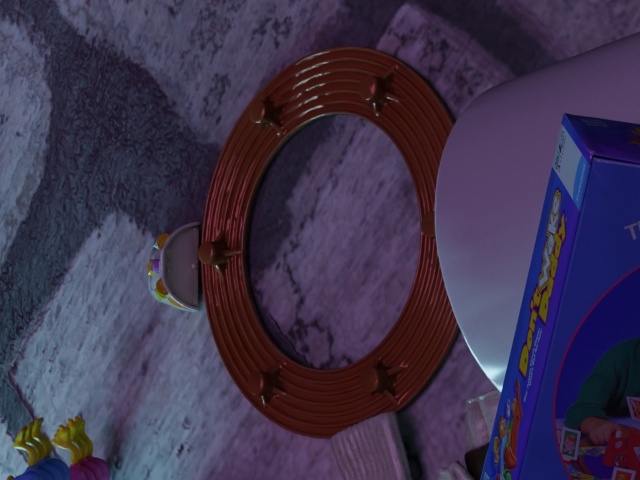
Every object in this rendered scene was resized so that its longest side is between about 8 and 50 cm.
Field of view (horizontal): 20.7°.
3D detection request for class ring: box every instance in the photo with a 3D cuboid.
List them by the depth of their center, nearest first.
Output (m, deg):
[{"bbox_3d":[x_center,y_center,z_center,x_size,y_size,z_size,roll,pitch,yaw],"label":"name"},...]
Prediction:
[{"bbox_3d":[0.000,0.000,1.488,0.336,0.032,0.337,-7,80,45],"label":"ring"}]

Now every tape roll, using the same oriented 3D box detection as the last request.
[{"bbox_3d":[0.213,-0.008,1.109,0.169,0.246,0.246,-17,73,44],"label":"tape roll"}]

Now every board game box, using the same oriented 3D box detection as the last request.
[{"bbox_3d":[0.280,0.076,0.945,0.078,0.347,0.233,-99,18,-70],"label":"board game box"}]

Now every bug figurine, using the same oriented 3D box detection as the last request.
[{"bbox_3d":[-0.275,0.285,1.631,0.072,0.216,0.279,30,110,10],"label":"bug figurine"}]

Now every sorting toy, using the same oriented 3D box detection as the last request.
[{"bbox_3d":[-0.144,0.027,1.639,0.075,0.045,0.083,166,106,-65],"label":"sorting toy"}]

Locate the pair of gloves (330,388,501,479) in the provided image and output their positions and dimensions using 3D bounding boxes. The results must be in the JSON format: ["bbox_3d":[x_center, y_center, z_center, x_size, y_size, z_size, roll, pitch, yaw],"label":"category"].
[{"bbox_3d":[0.097,0.224,1.344,0.240,0.042,0.204,-19,76,44],"label":"pair of gloves"}]
